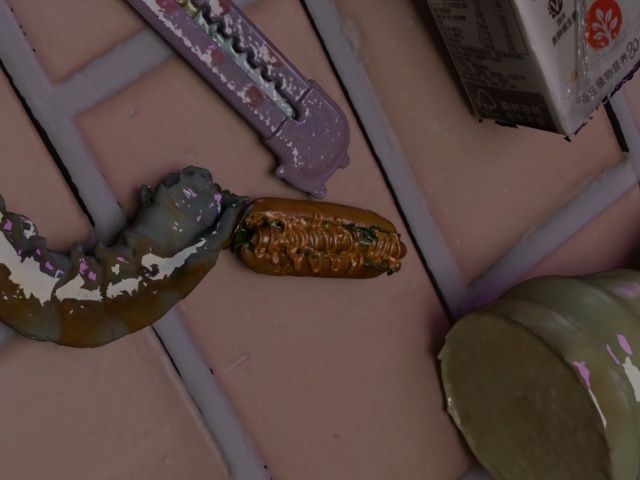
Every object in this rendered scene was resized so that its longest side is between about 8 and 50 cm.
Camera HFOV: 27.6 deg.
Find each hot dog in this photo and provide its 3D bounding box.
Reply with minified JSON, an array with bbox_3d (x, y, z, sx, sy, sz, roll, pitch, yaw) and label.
[{"bbox_3d":[0.000,0.000,1.207,0.188,0.055,0.072,4,94,-33],"label":"hot dog"}]

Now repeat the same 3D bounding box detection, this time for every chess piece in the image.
[{"bbox_3d":[0.356,0.086,1.352,0.442,0.234,0.234,-28,109,-31],"label":"chess piece"}]

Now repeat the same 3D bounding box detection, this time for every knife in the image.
[{"bbox_3d":[-0.101,-0.192,1.135,0.398,0.038,0.132,45,74,-28],"label":"knife"}]

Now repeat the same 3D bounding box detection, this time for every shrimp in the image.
[{"bbox_3d":[-0.211,-0.007,1.081,0.287,0.068,0.185,21,80,-22],"label":"shrimp"}]

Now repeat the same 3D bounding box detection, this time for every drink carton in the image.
[{"bbox_3d":[0.192,-0.281,1.223,0.194,0.132,0.324,-46,128,-23],"label":"drink carton"}]
